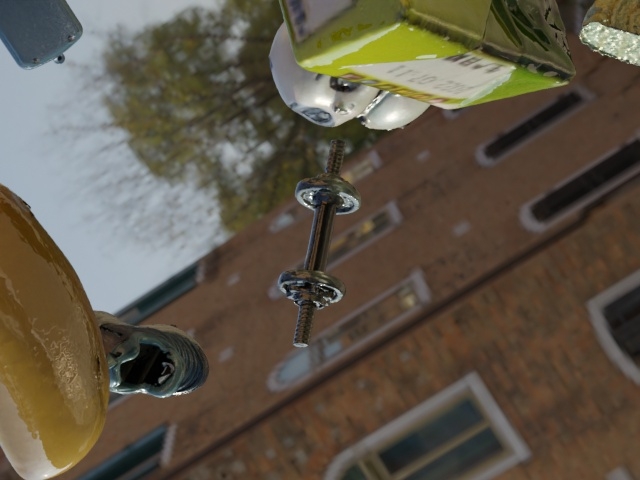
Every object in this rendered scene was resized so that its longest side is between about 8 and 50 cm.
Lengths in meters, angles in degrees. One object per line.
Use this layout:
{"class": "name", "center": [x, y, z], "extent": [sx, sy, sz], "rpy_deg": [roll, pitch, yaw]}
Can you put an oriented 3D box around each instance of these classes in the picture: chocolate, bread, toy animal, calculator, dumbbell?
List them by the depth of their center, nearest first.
{"class": "bread", "center": [-0.206, 0.055, 0.904], "extent": [0.147, 0.098, 0.217], "rpy_deg": [-116, 5, -52]}
{"class": "chocolate", "center": [0.068, -0.271, 1.156], "extent": [0.289, 0.137, 0.301], "rpy_deg": [7, -118, -54]}
{"class": "toy animal", "center": [0.029, -0.182, 1.425], "extent": [0.179, 0.166, 0.138], "rpy_deg": [-4, -119, -40]}
{"class": "dumbbell", "center": [0.000, 0.000, 1.513], "extent": [0.081, 0.081, 0.254], "rpy_deg": [47, -131, -58]}
{"class": "bread", "center": [0.447, -0.304, 1.821], "extent": [0.156, 0.110, 0.103], "rpy_deg": [21, 159, 5]}
{"class": "calculator", "center": [-0.458, -0.361, 2.040], "extent": [0.210, 0.121, 0.039], "rpy_deg": [58, 176, -21]}

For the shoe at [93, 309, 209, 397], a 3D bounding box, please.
{"class": "shoe", "center": [-0.199, 0.147, 1.535], "extent": [0.106, 0.091, 0.207], "rpy_deg": [32, -174, 36]}
